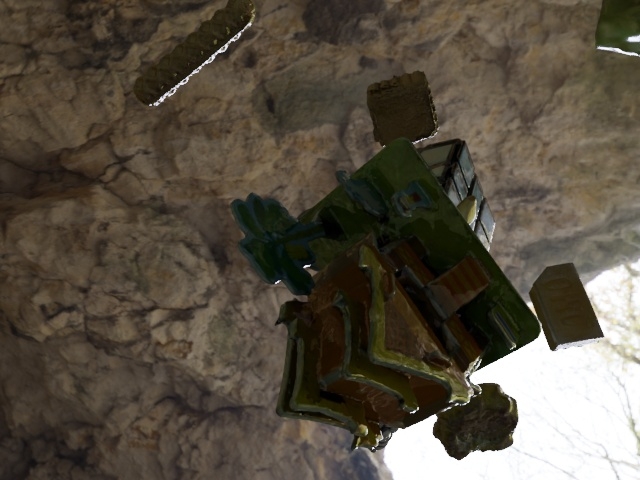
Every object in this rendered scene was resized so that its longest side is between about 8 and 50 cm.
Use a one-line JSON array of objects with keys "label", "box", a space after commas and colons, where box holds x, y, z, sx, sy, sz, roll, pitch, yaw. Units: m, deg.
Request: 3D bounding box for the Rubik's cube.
[{"label": "Rubik's cube", "box": [0.239, -0.043, 1.316, 0.283, 0.293, 0.288, 63, -140, -29]}]

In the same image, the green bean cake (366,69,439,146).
[{"label": "green bean cake", "box": [0.278, -0.449, 1.831, 0.131, 0.224, 0.230, -85, -22, -49]}]

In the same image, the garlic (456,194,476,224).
[{"label": "garlic", "box": [0.295, -0.057, 1.080, 0.053, 0.041, 0.083, -36, -27, -9]}]

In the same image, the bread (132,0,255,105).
[{"label": "bread", "box": [-0.305, -0.453, 1.288, 0.367, 0.084, 0.077, -37, -82, 11]}]

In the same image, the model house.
[{"label": "model house", "box": [0.056, 0.056, 0.643, 0.358, 0.242, 0.313, 59, -153, 8]}]

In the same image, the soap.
[{"label": "soap", "box": [0.687, 0.187, 1.515, 0.073, 0.140, 0.232, 84, 176, -61]}]

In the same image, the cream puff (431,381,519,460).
[{"label": "cream puff", "box": [0.467, 0.540, 1.645, 0.282, 0.185, 0.282, -3, -65, -6]}]

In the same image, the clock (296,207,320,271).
[{"label": "clock", "box": [0.000, 0.000, 1.791, 0.049, 0.226, 0.226, -42, -59, -59]}]

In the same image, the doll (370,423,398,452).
[{"label": "doll", "box": [0.179, 0.558, 1.549, 0.091, 0.067, 0.219, -25, -37, -26]}]

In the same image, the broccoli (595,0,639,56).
[{"label": "broccoli", "box": [0.513, -0.217, 0.576, 0.275, 0.397, 0.353, -21, -93, -14]}]
